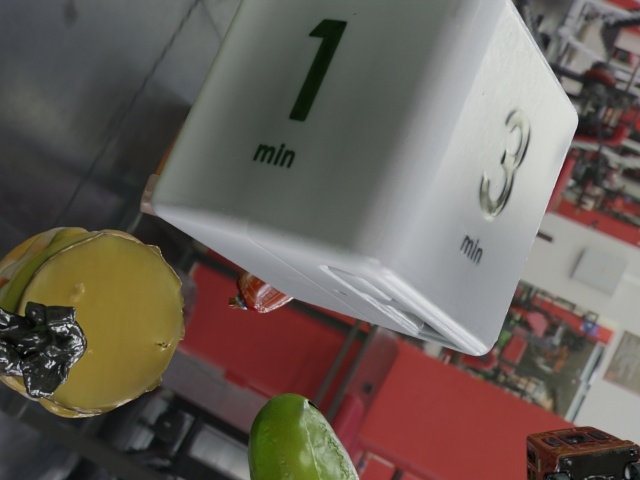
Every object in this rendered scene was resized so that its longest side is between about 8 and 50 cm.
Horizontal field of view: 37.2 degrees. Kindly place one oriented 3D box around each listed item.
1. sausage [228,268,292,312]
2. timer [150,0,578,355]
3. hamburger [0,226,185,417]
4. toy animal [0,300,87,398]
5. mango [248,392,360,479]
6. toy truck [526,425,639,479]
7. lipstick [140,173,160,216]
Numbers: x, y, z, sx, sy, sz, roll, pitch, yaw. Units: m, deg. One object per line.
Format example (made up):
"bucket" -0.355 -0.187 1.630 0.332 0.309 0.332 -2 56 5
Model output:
"sausage" 0.000 0.000 1.088 0.274 0.074 0.074 -39 171 17
"timer" 0.037 -0.056 0.652 0.192 0.194 0.194 37 72 -52
"hamburger" -0.356 0.109 1.354 0.276 0.237 0.276 0 91 -41
"toy animal" -0.368 0.108 1.077 0.146 0.245 0.114 51 43 -56
"mango" -0.011 0.206 0.774 0.074 0.165 0.091 -32 156 27
"toy truck" 0.282 0.334 1.021 0.114 0.108 0.252 -157 -116 -73
"lipstick" -0.181 -0.046 1.653 0.070 0.255 0.070 -163 -90 -88
